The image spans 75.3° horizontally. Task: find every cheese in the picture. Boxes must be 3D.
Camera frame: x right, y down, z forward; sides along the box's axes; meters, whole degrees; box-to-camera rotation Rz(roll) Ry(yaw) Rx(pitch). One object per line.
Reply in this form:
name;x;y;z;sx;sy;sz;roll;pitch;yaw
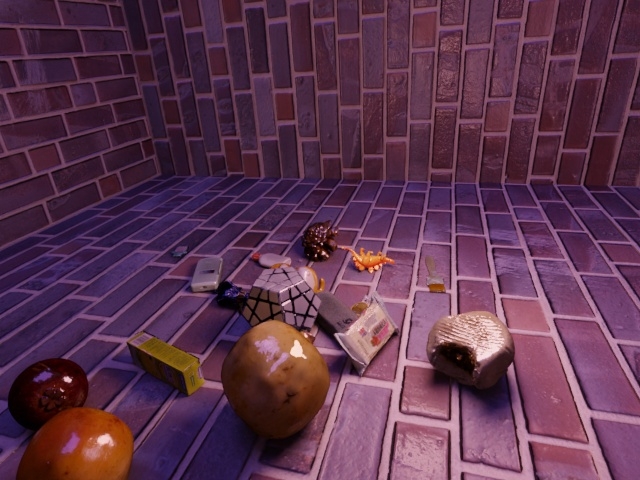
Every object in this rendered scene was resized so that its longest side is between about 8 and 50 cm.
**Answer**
cheese;0.180;0.283;1.771;0.086;0.036;0.162;8;28;22

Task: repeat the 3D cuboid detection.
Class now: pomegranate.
pomegranate;-0.124;0.399;1.220;0.332;0.333;0.332;-3;25;1
pomegranate;-0.614;0.566;1.049;0.264;0.264;0.264;-3;25;1

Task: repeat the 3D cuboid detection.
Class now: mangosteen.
mangosteen;-0.869;0.480;1.324;0.215;0.215;0.257;-26;14;-39

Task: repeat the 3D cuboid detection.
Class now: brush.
brush;0.545;0.156;2.010;0.085;0.020;0.336;-1;25;6

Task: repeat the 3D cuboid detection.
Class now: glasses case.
glasses case;0.056;0.309;1.689;0.131;0.074;0.323;-18;29;-25

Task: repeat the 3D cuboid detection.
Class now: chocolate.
chocolate;-0.349;0.250;1.835;0.343;0.126;0.148;4;67;24

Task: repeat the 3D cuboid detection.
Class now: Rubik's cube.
Rubik's cube;-0.149;0.257;1.603;0.318;0.319;0.264;-7;51;-7

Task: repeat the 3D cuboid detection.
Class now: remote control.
remote control;-0.574;0.167;2.103;0.140;0.056;0.296;-5;24;-6

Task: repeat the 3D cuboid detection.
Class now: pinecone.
pinecone;0.001;0.002;2.206;0.202;0.201;0.229;-23;28;-27

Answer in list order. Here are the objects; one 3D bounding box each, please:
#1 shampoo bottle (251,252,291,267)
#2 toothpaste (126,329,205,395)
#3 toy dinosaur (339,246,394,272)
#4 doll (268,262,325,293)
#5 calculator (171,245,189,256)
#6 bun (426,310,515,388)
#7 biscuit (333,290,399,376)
shampoo bottle;-0.268;0.105;2.197;0.220;0.051;0.108;12;32;29
toothpaste;-0.555;0.430;1.474;0.327;0.110;0.077;13;28;32
toy dinosaur;0.228;0.102;2.062;0.288;0.117;0.070;10;11;-7
doll;-0.136;0.186;1.883;0.269;0.162;0.167;16;58;25
calculator;-0.814;0.062;2.406;0.094;0.019;0.141;-1;25;0
bun;0.495;0.364;1.366;0.281;0.205;0.282;-13;32;8
biscuit;0.174;0.334;1.518;0.309;0.186;0.079;-33;1;-43
